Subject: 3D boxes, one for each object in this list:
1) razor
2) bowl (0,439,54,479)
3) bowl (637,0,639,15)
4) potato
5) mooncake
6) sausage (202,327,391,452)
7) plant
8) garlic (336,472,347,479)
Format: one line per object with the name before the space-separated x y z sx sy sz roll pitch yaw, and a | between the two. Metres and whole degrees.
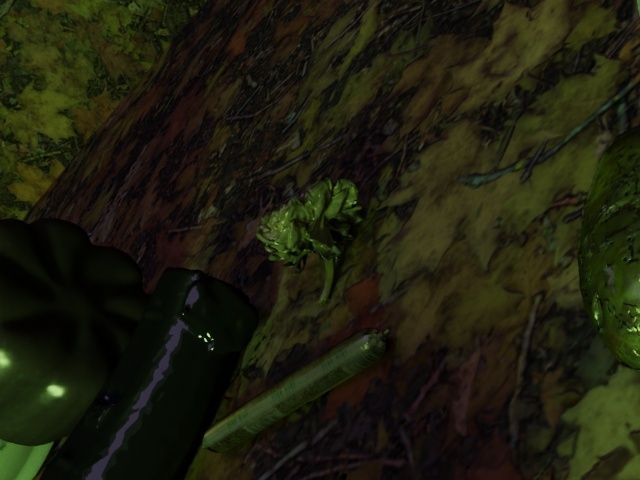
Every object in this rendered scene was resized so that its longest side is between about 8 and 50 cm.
razor | -0.193 0.185 0.965 0.189 0.107 0.327 -3 55 60
bowl | -0.499 0.257 1.291 0.435 0.196 0.435 -48 24 30
bowl | 0.322 -0.161 0.450 0.277 0.145 0.277 -40 28 26
potato | 0.212 -0.011 0.568 0.119 0.054 0.198 -23 40 52
mooncake | -0.347 0.107 1.113 0.154 0.306 0.306 -36 31 29
sausage | -0.030 0.145 0.819 0.269 0.032 0.033 -37 31 34
plant | 0.000 0.000 0.898 0.116 0.122 0.104 -26 -10 3
garlic | -0.117 0.318 0.650 0.338 0.151 0.196 -46 11 20
